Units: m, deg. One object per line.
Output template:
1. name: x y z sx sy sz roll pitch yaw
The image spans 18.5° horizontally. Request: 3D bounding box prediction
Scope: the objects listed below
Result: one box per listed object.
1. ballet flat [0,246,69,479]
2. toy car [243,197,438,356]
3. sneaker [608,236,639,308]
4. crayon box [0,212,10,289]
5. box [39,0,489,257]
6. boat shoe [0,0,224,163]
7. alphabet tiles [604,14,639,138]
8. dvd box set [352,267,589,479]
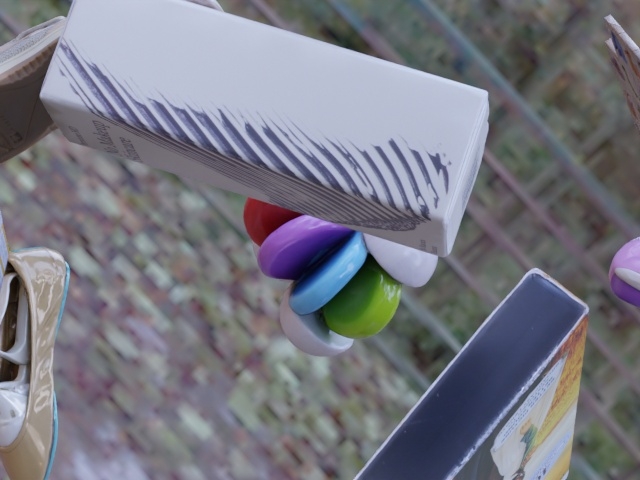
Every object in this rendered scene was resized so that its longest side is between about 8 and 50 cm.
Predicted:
1. ballet flat: -0.287 0.120 1.838 0.073 0.232 0.080 9 -7 -42
2. toy car: 0.000 0.000 1.687 0.136 0.159 0.182 18 41 -46
3. sneaker: 0.325 0.067 1.455 0.236 0.104 0.095 14 33 1
4. crayon box: -0.316 0.118 1.492 0.083 0.323 0.203 10 -19 -2
5. box: -0.033 -0.080 1.275 0.275 0.094 0.113 17 -12 9
6. boat shoe: -0.228 -0.163 1.799 0.109 0.302 0.098 58 12 -35
7. alphabet tiles: 0.290 -0.075 1.619 0.237 0.009 0.198 -110 175 -62
8. dvd box set: 0.101 0.228 1.618 0.062 0.307 0.420 36 -17 18
